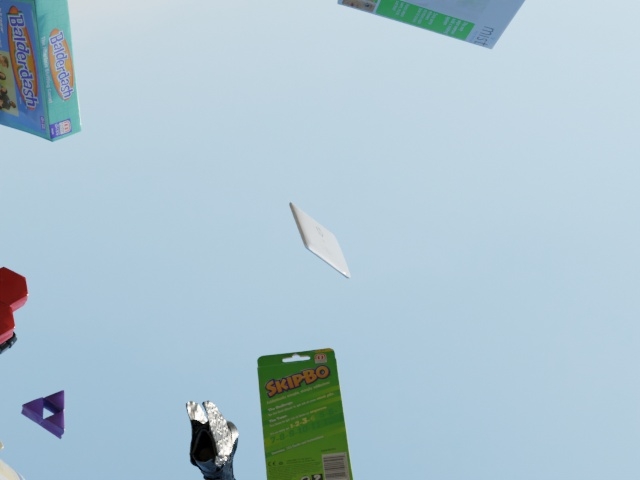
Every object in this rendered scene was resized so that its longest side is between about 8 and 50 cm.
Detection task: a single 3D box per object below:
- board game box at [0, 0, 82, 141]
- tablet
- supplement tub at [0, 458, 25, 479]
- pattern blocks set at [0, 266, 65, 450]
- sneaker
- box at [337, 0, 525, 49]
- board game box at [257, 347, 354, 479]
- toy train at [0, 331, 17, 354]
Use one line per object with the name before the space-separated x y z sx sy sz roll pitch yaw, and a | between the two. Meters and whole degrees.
board game box | -0.356 -0.210 1.492 0.210 0.160 0.047 19 -149 37
tablet | 0.000 0.000 1.236 0.006 0.083 0.054 -31 -124 15
supplement tub | -0.579 0.349 1.858 0.241 0.331 0.241 -21 -138 20
pattern blocks set | -0.372 0.146 1.131 0.325 0.285 0.026 -5 148 -34
sneaker | -0.146 0.299 1.801 0.051 0.170 0.089 -3 174 22
box | 0.165 -0.383 1.738 0.231 0.126 0.262 17 161 -5
board game box | -0.025 0.269 1.999 0.124 0.039 0.259 -6 -133 -2
toy train | -0.361 0.046 1.360 0.036 0.158 0.027 -38 176 -33
